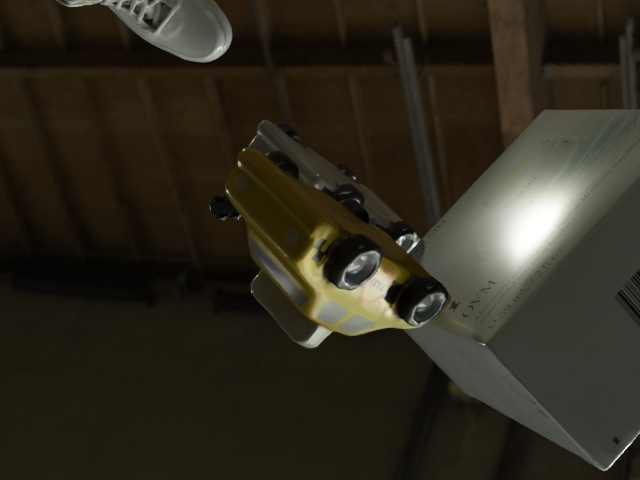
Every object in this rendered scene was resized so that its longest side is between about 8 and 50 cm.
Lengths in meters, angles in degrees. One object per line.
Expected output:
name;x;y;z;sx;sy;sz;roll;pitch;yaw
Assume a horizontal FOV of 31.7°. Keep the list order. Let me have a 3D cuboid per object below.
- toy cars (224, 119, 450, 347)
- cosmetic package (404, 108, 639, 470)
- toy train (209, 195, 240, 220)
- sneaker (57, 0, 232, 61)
toy cars;0.000;0.000;0.825;0.176;0.394;0.087;40;-82;-7
cosmetic package;0.190;0.021;0.862;0.138;0.224;0.224;46;-9;-16
toy train;-0.045;-0.038;1.085;0.158;0.036;0.027;-4;-75;43
sneaker;-0.252;-0.306;1.417;0.292;0.169;0.108;36;-64;-10
